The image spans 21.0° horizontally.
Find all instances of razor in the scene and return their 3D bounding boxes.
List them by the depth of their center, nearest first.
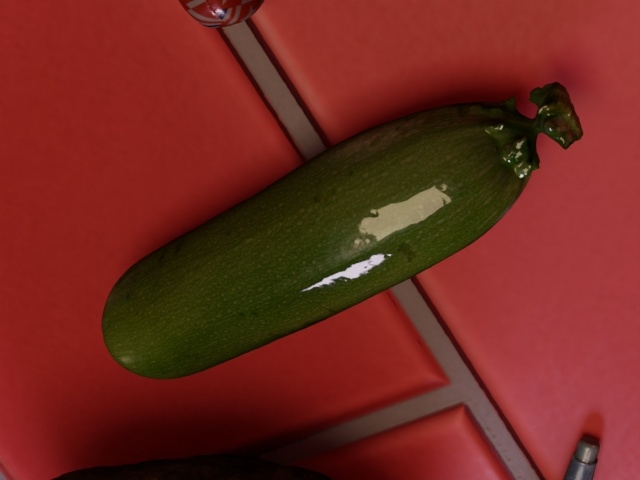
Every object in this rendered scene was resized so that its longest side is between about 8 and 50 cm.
[{"bbox_3d":[0.167,0.195,1.195,0.040,0.068,0.135,16,112,6],"label":"razor"}]

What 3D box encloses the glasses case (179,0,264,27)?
[{"bbox_3d":[-0.082,-0.216,1.011,0.049,0.073,0.194,-10,116,30],"label":"glasses case"}]

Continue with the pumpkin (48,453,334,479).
[{"bbox_3d":[-0.091,0.294,1.212,0.327,0.257,0.292,5,108,21],"label":"pumpkin"}]

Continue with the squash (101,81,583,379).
[{"bbox_3d":[0.000,0.000,1.101,0.378,0.101,0.101,-26,109,29],"label":"squash"}]
